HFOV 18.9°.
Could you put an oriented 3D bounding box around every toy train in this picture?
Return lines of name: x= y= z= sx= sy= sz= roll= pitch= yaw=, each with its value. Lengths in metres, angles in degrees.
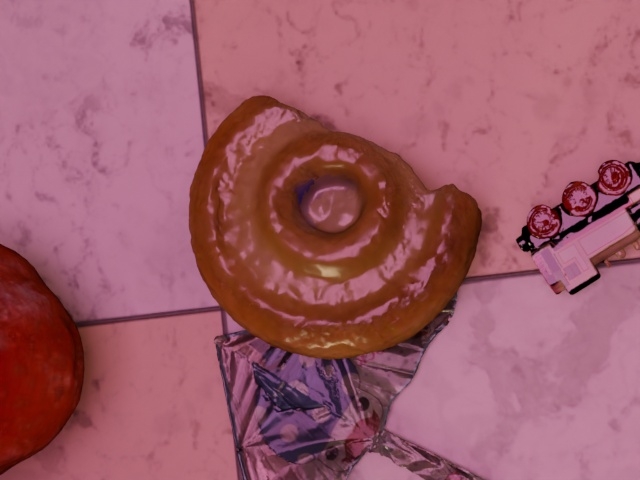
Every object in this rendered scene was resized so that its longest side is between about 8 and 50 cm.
toy train: x=0.248 y=-0.015 z=1.734 sx=0.138 sy=0.050 sz=0.087 roll=-33 pitch=85 yaw=8

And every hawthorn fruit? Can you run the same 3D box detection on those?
hawthorn fruit: x=-0.348 y=0.117 z=1.753 sx=0.242 sy=0.272 sz=0.242 roll=1 pitch=96 yaw=8

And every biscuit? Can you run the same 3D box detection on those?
biscuit: x=0.000 y=0.000 z=1.763 sx=0.274 sy=0.091 sz=0.213 roll=21 pitch=87 yaw=13

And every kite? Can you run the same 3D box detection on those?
kite: x=0.030 y=0.175 z=1.795 sx=0.314 sy=0.011 sz=0.335 roll=30 pitch=95 yaw=12
